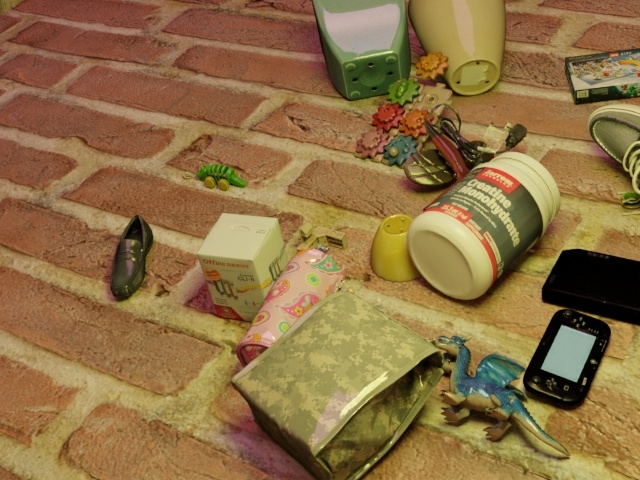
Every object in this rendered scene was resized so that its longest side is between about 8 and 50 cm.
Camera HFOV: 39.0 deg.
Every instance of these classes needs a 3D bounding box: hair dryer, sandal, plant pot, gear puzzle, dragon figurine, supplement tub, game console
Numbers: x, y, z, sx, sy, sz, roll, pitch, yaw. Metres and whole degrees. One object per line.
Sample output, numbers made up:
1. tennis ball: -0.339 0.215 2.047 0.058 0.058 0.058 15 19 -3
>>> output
1. hair dryer: 0.302 -0.151 1.948 0.223 0.080 0.294 17 62 20
2. sandal: 0.284 -0.166 2.012 0.219 0.060 0.090 -20 71 -23
3. plant pot: 0.160 0.003 1.816 0.134 0.095 0.134 -8 38 6
4. gear puzzle: 0.218 -0.325 2.156 0.175 0.044 0.339 18 68 33
5. plant pot: 0.121 -0.514 2.359 0.247 0.248 0.252 -10 56 4
6. dragon figurine: 0.291 0.245 1.490 0.289 0.085 0.144 15 47 33
7. supplement tub: 0.316 -0.032 1.739 0.191 0.191 0.272 26 53 38
8. game console: 0.475 0.151 1.588 0.213 0.044 0.361 13 46 29
9. plant pot: 0.366 -0.512 2.299 0.256 0.256 0.274 -9 55 5

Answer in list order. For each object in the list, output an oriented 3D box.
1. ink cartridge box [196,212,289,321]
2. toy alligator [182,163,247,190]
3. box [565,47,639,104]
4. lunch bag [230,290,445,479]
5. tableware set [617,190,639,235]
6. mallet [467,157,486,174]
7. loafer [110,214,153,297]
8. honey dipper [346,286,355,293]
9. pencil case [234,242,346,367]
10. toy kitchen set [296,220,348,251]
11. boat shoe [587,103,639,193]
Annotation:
1. ink cartridge box: -0.145 0.054 1.776 0.128 0.176 0.127 5 42 22
2. toy alligator: -0.262 -0.163 2.176 0.189 0.051 0.056 12 44 28
3. box: 0.723 -0.402 2.193 0.233 0.044 0.159 -6 39 9
4. lunch bag: 0.039 0.234 1.501 0.287 0.169 0.235 -41 45 -18
5. tableware set: 0.660 -0.066 1.816 0.104 0.024 0.154 -5 39 10
6. mallet: 0.269 -0.091 1.847 0.190 0.062 0.039 -62 19 6
7. loafer: -0.415 0.033 1.958 0.076 0.078 0.223 -6 39 10
8. honey dipper: 0.056 0.145 1.730 0.030 0.031 0.161 -6 35 9
9. pencil case: -0.050 0.136 1.696 0.124 0.124 0.284 7 41 24
10. toy kitchen set: 0.000 0.000 1.888 0.075 0.068 0.083 17 47 32
11. boat shoe: 0.658 -0.159 1.804 0.340 0.127 0.158 33 44 31
